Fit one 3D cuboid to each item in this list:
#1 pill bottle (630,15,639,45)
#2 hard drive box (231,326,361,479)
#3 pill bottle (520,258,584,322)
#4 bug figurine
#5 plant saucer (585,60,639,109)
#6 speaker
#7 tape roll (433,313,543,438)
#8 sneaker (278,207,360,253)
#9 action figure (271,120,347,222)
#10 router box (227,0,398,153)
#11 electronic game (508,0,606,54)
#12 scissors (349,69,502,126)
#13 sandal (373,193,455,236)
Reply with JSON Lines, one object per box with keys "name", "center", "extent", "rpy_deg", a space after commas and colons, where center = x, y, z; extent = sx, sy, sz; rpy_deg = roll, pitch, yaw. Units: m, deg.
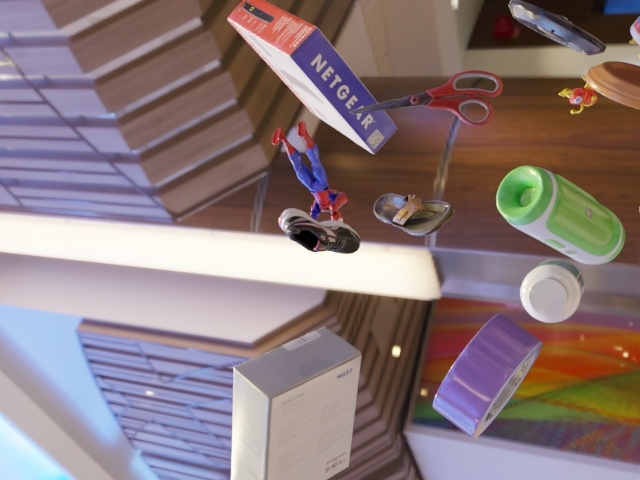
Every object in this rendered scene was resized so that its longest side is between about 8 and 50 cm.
{"name": "pill bottle", "center": [0.668, -0.424, 1.411], "extent": [0.221, 0.124, 0.124], "rpy_deg": [-55, -3, 37]}
{"name": "hard drive box", "center": [-0.038, 0.275, 1.227], "extent": [0.181, 0.089, 0.232], "rpy_deg": [-19, -53, -37]}
{"name": "pill bottle", "center": [0.591, 0.128, 2.040], "extent": [0.264, 0.146, 0.146], "rpy_deg": [-8, -78, -68]}
{"name": "bug figurine", "center": [0.674, -0.369, 1.746], "extent": [0.216, 0.279, 0.072], "rpy_deg": [-8, -112, -42]}
{"name": "plant saucer", "center": [0.634, -0.312, 1.606], "extent": [0.200, 0.200, 0.037], "rpy_deg": [-46, -26, -55]}
{"name": "speaker", "center": [0.484, -0.046, 1.598], "extent": [0.296, 0.131, 0.131], "rpy_deg": [23, -108, -37]}
{"name": "tape roll", "center": [0.266, 0.215, 1.273], "extent": [0.189, 0.080, 0.189], "rpy_deg": [-44, -25, -26]}
{"name": "sneaker", "center": [0.000, 0.000, 1.606], "extent": [0.072, 0.178, 0.077], "rpy_deg": [-62, 26, 28]}
{"name": "action figure", "center": [-0.013, -0.103, 1.707], "extent": [0.280, 0.091, 0.139], "rpy_deg": [57, -152, -43]}
{"name": "router box", "center": [-0.018, -0.368, 1.762], "extent": [0.082, 0.301, 0.335], "rpy_deg": [-47, -49, 0]}
{"name": "electronic game", "center": [0.511, -0.463, 1.731], "extent": [0.048, 0.229, 0.229], "rpy_deg": [-62, -20, 15]}
{"name": "scissors", "center": [0.205, -0.287, 1.578], "extent": [0.021, 0.297, 0.109], "rpy_deg": [3, -85, -72]}
{"name": "sandal", "center": [0.186, -0.068, 1.688], "extent": [0.090, 0.219, 0.060], "rpy_deg": [-53, -52, -11]}
